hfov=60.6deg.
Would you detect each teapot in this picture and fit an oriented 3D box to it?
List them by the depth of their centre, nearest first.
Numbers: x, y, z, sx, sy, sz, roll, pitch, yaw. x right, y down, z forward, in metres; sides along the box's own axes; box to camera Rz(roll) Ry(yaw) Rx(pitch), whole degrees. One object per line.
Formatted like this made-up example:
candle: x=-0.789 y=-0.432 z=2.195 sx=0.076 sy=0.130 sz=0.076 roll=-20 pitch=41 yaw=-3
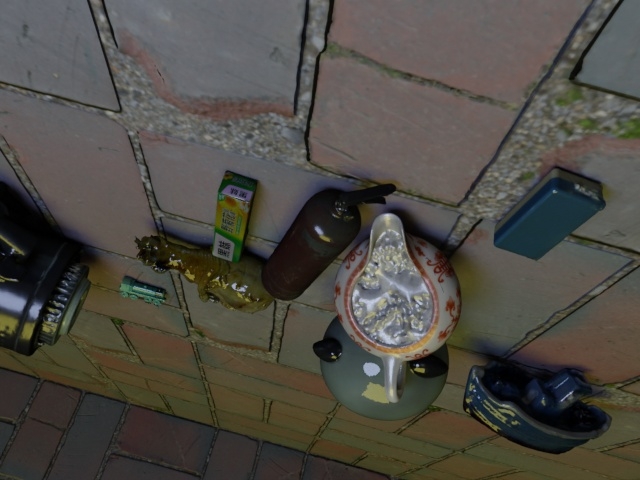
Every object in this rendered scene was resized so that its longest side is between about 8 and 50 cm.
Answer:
teapot: x=0.096 y=0.083 z=0.690 sx=0.159 sy=0.246 sz=0.116 roll=-6 pitch=-173 yaw=12

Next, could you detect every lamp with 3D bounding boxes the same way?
lamp: x=0.104 y=0.184 z=0.858 sx=0.197 sy=0.198 sz=0.244 roll=6 pitch=172 yaw=17
lamp: x=-0.543 y=0.075 z=0.932 sx=0.374 sy=0.205 sz=0.272 roll=-28 pitch=126 yaw=37

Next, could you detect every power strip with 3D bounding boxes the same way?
power strip: x=0.231 y=-0.025 z=0.563 sx=0.056 sy=0.032 sz=0.123 roll=17 pitch=151 yaw=-4

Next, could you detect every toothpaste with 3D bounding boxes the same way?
toothpaste: x=-0.116 y=-0.025 z=0.728 sx=0.043 sy=0.037 sz=0.178 roll=17 pitch=151 yaw=-5

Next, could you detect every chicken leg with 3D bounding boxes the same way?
chicken leg: x=-0.173 y=0.050 z=0.838 sx=0.227 sy=0.088 sz=0.103 roll=15 pitch=167 yaw=-1

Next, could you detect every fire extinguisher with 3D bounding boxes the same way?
fire extinguisher: x=0.000 y=0.000 z=0.688 sx=0.089 sy=0.072 sz=0.268 roll=-4 pitch=157 yaw=-23

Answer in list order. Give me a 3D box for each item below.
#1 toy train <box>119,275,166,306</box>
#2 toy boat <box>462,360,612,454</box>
toy train: x=-0.344 y=0.098 z=1.065 sx=0.092 sy=0.029 sz=0.045 roll=16 pitch=135 yaw=-9
toy boat: x=0.372 y=0.268 z=0.925 sx=0.309 sy=0.129 sz=0.143 roll=22 pitch=117 yaw=-18
